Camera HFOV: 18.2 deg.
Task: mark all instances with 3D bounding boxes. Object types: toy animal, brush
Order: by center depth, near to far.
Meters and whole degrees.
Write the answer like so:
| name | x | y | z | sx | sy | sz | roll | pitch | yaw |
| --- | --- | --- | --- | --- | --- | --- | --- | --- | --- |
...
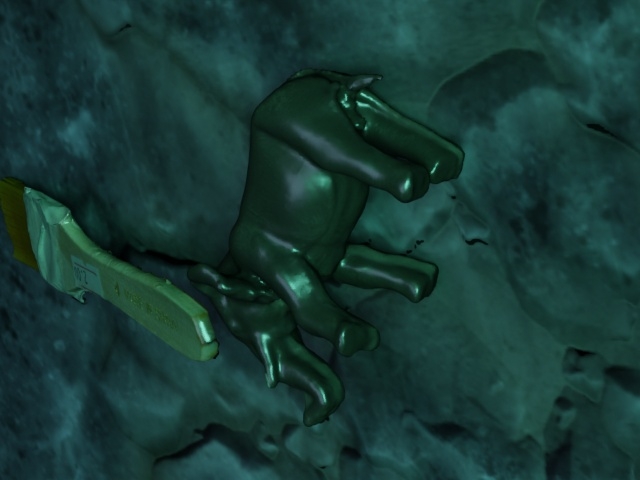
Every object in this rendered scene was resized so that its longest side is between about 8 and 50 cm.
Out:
| name | x | y | z | sx | sy | sz | roll | pitch | yaw |
| --- | --- | --- | --- | --- | --- | --- | --- | --- | --- |
| toy animal | 0.002 | 0.001 | 1.296 | 0.146 | 0.114 | 0.245 | 26 | 106 | 26 |
| brush | -0.161 | 0.024 | 1.463 | 0.336 | 0.020 | 0.085 | 24 | 128 | 55 |
